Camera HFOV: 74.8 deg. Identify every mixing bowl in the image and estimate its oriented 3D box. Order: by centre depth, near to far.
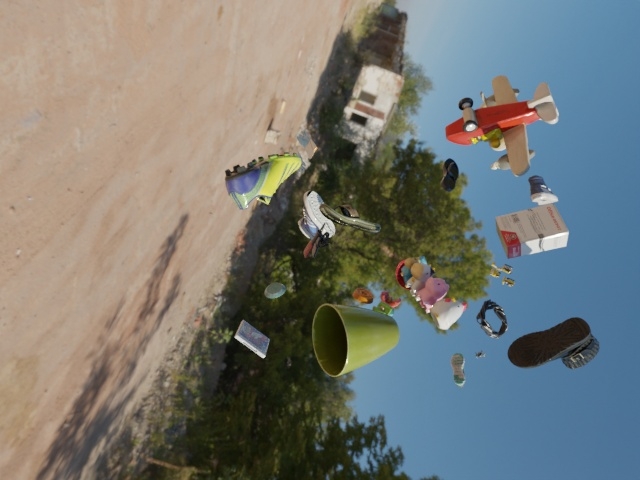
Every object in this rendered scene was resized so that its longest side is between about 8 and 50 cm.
[{"bbox_3d":[0.544,0.196,2.458,0.098,0.181,0.181,0,115,-57],"label":"mixing bowl"}]

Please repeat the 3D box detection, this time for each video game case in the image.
[{"bbox_3d":[-0.353,0.511,2.189,0.023,0.183,0.201,-50,-173,8],"label":"video game case"}]

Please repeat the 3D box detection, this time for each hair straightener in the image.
[{"bbox_3d":[0.000,0.000,1.835,0.230,0.089,0.047,117,-33,-44],"label":"hair straightener"}]

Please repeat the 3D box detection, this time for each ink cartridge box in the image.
[{"bbox_3d":[1.019,-0.046,2.033,0.114,0.273,0.197,59,22,-45],"label":"ink cartridge box"}]

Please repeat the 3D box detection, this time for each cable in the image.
[{"bbox_3d":[0.779,0.355,1.893,0.047,0.184,0.150,-22,-142,58],"label":"cable"}]

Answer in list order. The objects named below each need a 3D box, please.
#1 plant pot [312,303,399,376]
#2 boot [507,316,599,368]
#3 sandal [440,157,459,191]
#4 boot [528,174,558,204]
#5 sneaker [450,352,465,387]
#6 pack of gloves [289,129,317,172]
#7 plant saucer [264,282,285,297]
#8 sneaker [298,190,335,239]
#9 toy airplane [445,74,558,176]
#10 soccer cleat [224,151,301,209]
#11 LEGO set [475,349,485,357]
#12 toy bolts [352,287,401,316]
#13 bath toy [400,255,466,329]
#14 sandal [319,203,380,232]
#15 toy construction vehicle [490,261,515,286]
[{"bbox_3d":[0.158,0.379,1.677,0.275,0.293,0.275,2,-88,61],"label":"plant pot"},{"bbox_3d":[0.992,0.471,1.771,0.348,0.260,0.131,-29,-133,20],"label":"boot"},{"bbox_3d":[0.683,-0.345,2.171,0.054,0.097,0.254,-50,-167,46],"label":"sandal"},{"bbox_3d":[0.794,-0.180,1.495,0.190,0.069,0.086,4,75,-52],"label":"boot"},{"bbox_3d":[0.651,0.614,1.974,0.076,0.065,0.166,65,30,-42],"label":"sneaker"},{"bbox_3d":[-0.118,-0.511,2.381,0.195,0.046,0.232,-57,-141,28],"label":"pack of gloves"},{"bbox_3d":[-0.250,0.267,2.289,0.119,0.119,0.021,-72,155,-52],"label":"plant saucer"},{"bbox_3d":[-0.074,-0.138,2.459,0.236,0.323,0.130,-3,-141,42],"label":"sneaker"},{"bbox_3d":[0.768,-0.477,1.724,0.386,0.384,0.272,-48,149,-7],"label":"toy airplane"},{"bbox_3d":[-0.145,-0.164,1.129,0.289,0.093,0.121,-36,116,-52],"label":"soccer cleat"},{"bbox_3d":[0.913,0.653,2.385,0.054,0.023,0.083,-53,-173,6],"label":"LEGO set"},{"bbox_3d":[0.255,0.336,1.988,0.228,0.218,0.158,-10,125,-51],"label":"toy bolts"},{"bbox_3d":[0.426,0.188,1.589,0.348,0.129,0.151,-118,-176,-59],"label":"bath toy"},{"bbox_3d":[0.132,-0.111,1.876,0.120,0.303,0.086,174,-68,-70],"label":"sandal"},{"bbox_3d":[0.722,0.135,1.663,0.086,0.098,0.035,-59,168,-33],"label":"toy construction vehicle"}]
